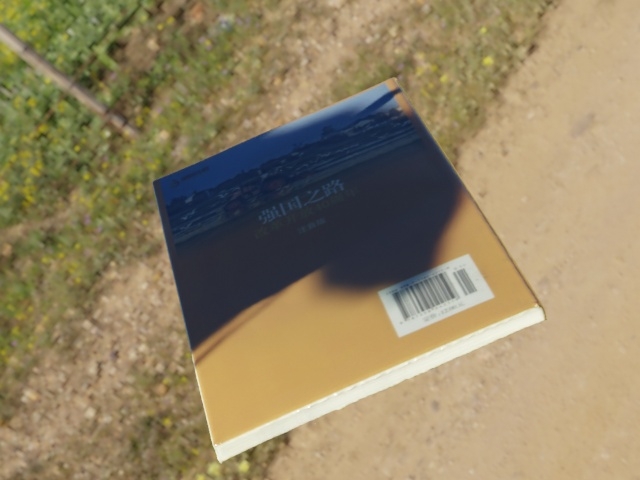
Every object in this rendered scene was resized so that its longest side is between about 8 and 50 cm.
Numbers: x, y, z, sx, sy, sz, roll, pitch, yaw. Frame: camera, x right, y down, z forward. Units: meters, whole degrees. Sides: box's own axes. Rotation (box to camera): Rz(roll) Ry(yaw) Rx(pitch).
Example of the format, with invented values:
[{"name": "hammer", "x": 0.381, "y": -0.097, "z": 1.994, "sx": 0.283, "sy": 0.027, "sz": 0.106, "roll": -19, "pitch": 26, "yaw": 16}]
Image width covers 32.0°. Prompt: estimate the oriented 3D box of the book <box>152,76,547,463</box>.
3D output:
[{"name": "book", "x": 0.000, "y": 0.000, "z": 0.949, "sx": 0.262, "sy": 0.028, "sz": 0.374, "roll": -24, "pitch": 37, "yaw": 1}]
